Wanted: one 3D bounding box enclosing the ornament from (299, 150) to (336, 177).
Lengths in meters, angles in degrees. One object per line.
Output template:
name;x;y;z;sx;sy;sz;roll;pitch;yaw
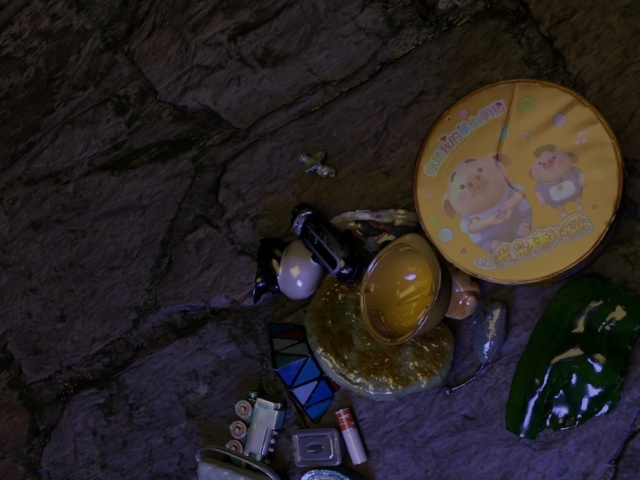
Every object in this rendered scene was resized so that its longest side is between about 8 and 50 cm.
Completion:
ornament;-0.010;-0.187;1.923;0.068;0.041;0.092;-28;63;-2

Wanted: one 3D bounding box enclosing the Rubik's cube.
Rubik's cube;-0.058;0.287;1.913;0.234;0.284;0.250;38;137;41

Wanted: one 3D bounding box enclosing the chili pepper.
chili pepper;0.517;0.247;1.594;0.213;0.167;0.385;27;99;25

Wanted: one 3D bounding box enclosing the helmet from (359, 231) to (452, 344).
helmet;0.207;0.108;1.662;0.257;0.140;0.205;-52;49;32

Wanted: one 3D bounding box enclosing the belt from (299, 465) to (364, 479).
belt;0.026;0.599;1.842;0.163;0.082;0.148;29;99;20

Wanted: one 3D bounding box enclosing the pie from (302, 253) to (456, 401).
pie;0.125;0.206;1.755;0.296;0.078;0.371;-36;67;-19

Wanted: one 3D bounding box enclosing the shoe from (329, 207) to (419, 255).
shoe;0.129;-0.009;1.818;0.227;0.099;0.126;-5;88;26

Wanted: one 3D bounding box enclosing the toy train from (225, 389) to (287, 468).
toy train;-0.160;0.473;1.937;0.125;0.080;0.194;13;92;20

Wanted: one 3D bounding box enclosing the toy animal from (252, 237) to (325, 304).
toy animal;-0.075;0.080;1.896;0.179;0.138;0.166;5;109;16

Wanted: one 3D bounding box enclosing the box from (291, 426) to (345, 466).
box;0.000;0.490;1.871;0.122;0.062;0.089;-9;84;25

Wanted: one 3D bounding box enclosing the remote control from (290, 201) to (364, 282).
remote control;0.000;0.000;1.805;0.266;0.066;0.090;46;112;38

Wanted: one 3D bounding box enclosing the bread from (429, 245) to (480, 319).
bread;0.280;0.095;1.746;0.177;0.084;0.119;47;134;18

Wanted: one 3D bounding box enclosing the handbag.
handbag;-0.189;0.583;1.892;0.256;0.079;0.219;10;126;23

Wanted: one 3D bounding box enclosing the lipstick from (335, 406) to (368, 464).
lipstick;0.073;0.460;1.852;0.038;0.038;0.131;-24;78;21

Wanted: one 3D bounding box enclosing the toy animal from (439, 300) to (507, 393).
toy animal;0.351;0.245;1.733;0.253;0.070;0.079;-67;31;20

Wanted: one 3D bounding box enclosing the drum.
drum;0.416;-0.109;1.620;0.430;0.214;0.432;-2;83;20
